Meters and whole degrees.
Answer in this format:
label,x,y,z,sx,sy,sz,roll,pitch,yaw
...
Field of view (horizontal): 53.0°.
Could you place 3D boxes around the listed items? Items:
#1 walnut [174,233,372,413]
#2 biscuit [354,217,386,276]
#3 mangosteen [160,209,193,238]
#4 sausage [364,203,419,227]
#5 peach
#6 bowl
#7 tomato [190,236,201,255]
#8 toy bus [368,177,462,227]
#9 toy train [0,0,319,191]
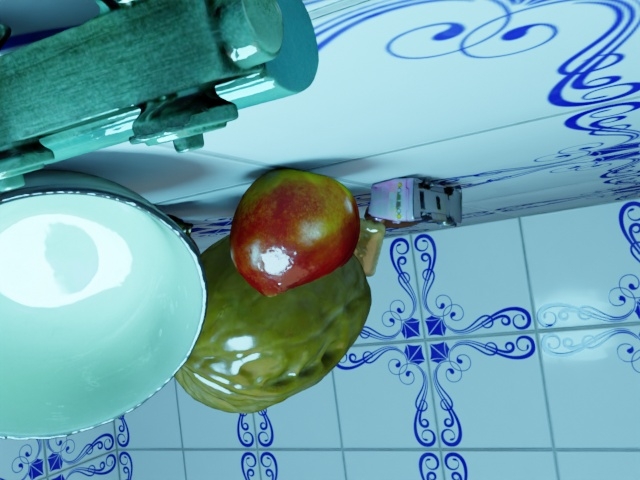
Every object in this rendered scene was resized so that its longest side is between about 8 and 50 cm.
label,x,y,z,sx,sy,sz,roll,pitch,yaw
walnut,-0.098,0.137,1.171,0.308,0.354,0.397,38,-136,26
biscuit,0.000,0.001,1.300,0.249,0.030,0.160,12,137,2
mangosteen,-0.321,0.022,1.156,0.230,0.194,0.194,-39,159,30
sausage,0.179,-0.063,1.524,0.077,0.077,0.194,-11,175,43
peach,-0.038,-0.011,0.957,0.190,0.193,0.190,16,-169,-3
bowl,-0.339,0.056,0.810,0.353,0.354,0.185,-5,-150,-28
tomato,-0.389,0.124,1.395,0.341,0.342,0.272,-4,161,-43
toy bus,0.200,-0.073,1.297,0.112,0.090,0.274,1,180,31
toy train,-0.119,-0.096,0.380,0.248,0.101,0.159,-9,-168,24
